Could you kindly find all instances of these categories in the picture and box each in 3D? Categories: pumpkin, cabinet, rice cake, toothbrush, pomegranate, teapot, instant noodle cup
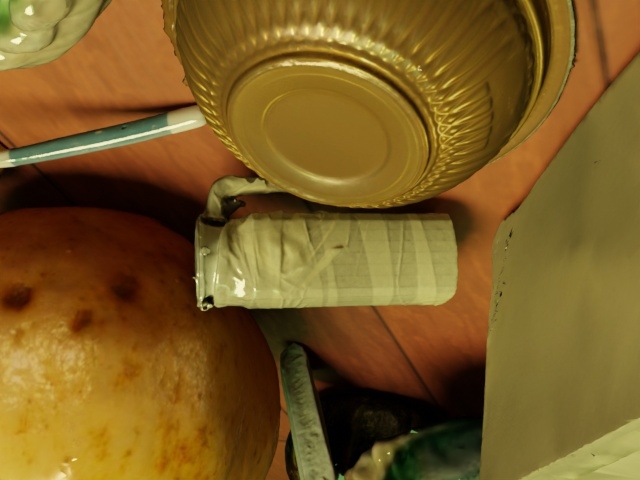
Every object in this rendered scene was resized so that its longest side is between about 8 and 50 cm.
[{"bbox_3d":[0.067,0.300,0.922,0.238,0.159,0.238,10,150,6],"label":"pumpkin"},{"bbox_3d":[0.300,0.049,0.411,0.318,0.227,0.290,15,146,-4],"label":"cabinet"},{"bbox_3d":[-0.010,0.231,0.806,0.040,0.226,0.085,-13,141,-2],"label":"rice cake"},{"bbox_3d":[-0.220,-0.068,0.553,0.275,0.019,0.025,-11,141,4],"label":"toothbrush"},{"bbox_3d":[-0.226,0.177,0.635,0.410,0.410,0.410,11,146,7],"label":"pomegranate"},{"bbox_3d":[0.000,0.000,0.554,0.200,0.107,0.077,-1,172,-12],"label":"teapot"},{"bbox_3d":[0.014,-0.094,0.436,0.274,0.091,0.274,11,146,8],"label":"instant noodle cup"}]

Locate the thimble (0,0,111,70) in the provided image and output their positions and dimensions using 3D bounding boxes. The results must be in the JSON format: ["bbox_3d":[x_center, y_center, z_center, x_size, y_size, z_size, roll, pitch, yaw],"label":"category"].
[{"bbox_3d":[-0.170,-0.188,0.319,0.219,0.150,0.219,11,146,8],"label":"thimble"}]

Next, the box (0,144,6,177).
[{"bbox_3d":[-0.444,-0.121,0.583,0.193,0.084,0.301,-9,139,32],"label":"box"}]

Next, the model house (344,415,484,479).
[{"bbox_3d":[0.268,0.404,0.657,0.445,0.400,0.395,-6,139,-3],"label":"model house"}]
